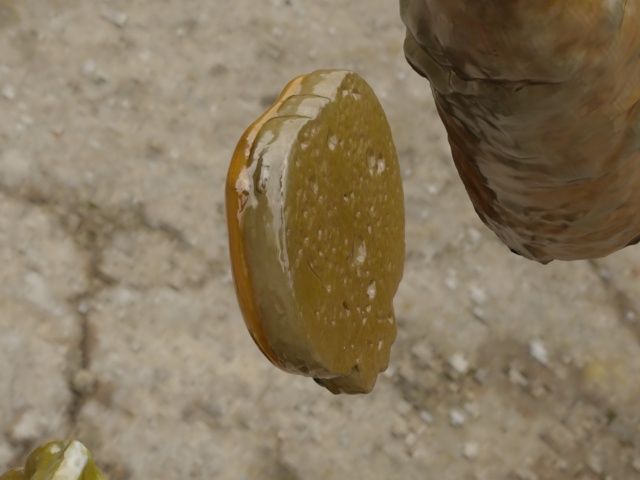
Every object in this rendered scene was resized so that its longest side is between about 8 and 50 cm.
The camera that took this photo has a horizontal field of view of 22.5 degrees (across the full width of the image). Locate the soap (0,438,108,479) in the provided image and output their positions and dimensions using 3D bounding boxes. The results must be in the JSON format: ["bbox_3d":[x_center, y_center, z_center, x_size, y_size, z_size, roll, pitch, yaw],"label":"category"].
[{"bbox_3d":[-0.287,0.356,1.269,0.169,0.304,0.338,37,49,-10],"label":"soap"}]

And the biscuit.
[{"bbox_3d":[-0.004,0.000,0.832,0.050,0.170,0.170,-3,25,25],"label":"biscuit"}]

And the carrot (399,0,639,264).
[{"bbox_3d":[0.073,-0.058,0.527,0.102,0.102,0.263,48,4,18],"label":"carrot"}]
